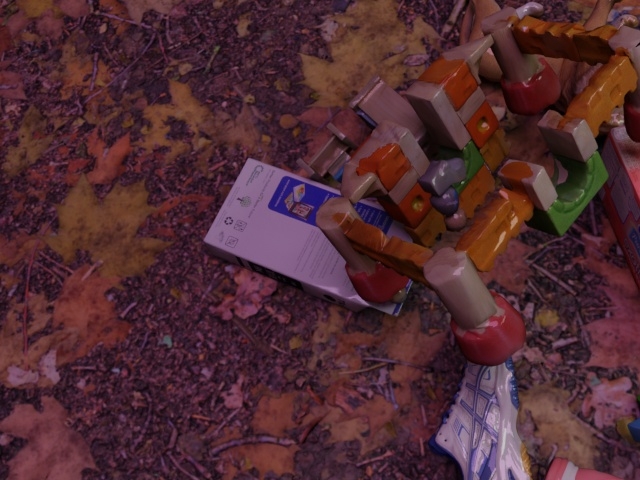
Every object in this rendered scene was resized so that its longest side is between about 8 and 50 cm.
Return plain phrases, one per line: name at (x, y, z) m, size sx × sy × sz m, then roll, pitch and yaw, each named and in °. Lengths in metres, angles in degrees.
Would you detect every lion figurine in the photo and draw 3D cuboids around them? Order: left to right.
lion figurine at (0.359, -0.301, 1.357) m, size 0.392 × 0.142 × 0.240 m, roll 18°, pitch 74°, yaw 38°

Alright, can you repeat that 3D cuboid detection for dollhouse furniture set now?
dollhouse furniture set at (0.086, -0.138, 1.334) m, size 0.184 × 0.129 × 0.129 m, roll -48°, pitch 68°, yaw 7°

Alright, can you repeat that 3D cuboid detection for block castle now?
block castle at (0.240, -0.079, 1.115) m, size 0.453 × 0.213 × 0.303 m, roll -50°, pitch 40°, yaw -12°

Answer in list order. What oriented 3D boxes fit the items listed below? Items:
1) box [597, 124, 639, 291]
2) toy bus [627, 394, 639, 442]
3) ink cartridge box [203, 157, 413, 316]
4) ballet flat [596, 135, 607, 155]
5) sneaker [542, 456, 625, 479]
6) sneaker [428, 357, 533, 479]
box at (0.517, -0.018, 1.194) m, size 0.142 × 0.154 × 0.300 m, roll -15°, pitch 64°, yaw 1°
toy bus at (0.535, 0.248, 1.098) m, size 0.202 × 0.191 × 0.104 m, roll -32°, pitch 109°, yaw -6°
ink cartridge box at (0.000, 0.000, 1.307) m, size 0.332 × 0.065 × 0.165 m, roll 21°, pitch 71°, yaw 18°
ballet flat at (0.529, -0.193, 1.317) m, size 0.073 × 0.080 × 0.232 m, roll 45°, pitch 80°, yaw -8°
sneaker at (0.329, 0.431, 1.032) m, size 0.136 × 0.116 × 0.314 m, roll 6°, pitch 67°, yaw 17°
sneaker at (0.208, 0.241, 1.145) m, size 0.131 × 0.112 × 0.296 m, roll -8°, pitch 63°, yaw 9°
